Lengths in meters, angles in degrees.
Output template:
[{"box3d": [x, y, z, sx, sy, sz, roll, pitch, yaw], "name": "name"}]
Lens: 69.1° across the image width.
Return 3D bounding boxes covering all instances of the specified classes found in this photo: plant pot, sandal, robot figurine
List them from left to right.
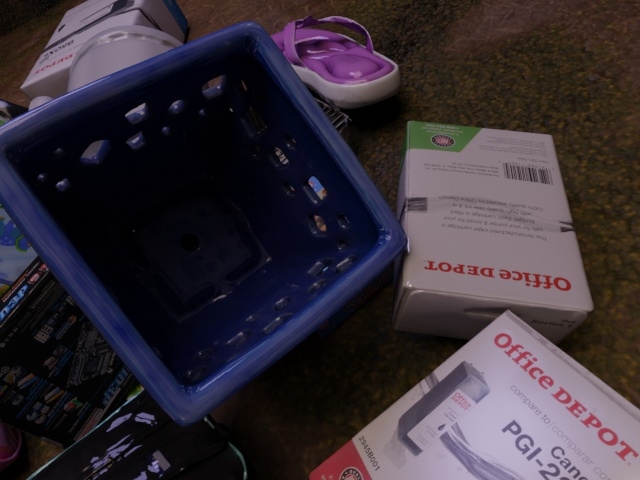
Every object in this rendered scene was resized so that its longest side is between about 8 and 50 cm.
[{"box3d": [-0.252, -0.162, 0.659, 0.299, 0.200, 0.354, -4, 53, -16], "name": "robot figurine"}, {"box3d": [-0.106, -0.011, 0.428, 0.235, 0.236, 0.212, -37, 4, -23], "name": "plant pot"}, {"box3d": [0.009, -0.345, 0.817, 0.169, 0.102, 0.416, -25, 40, -17], "name": "sandal"}]

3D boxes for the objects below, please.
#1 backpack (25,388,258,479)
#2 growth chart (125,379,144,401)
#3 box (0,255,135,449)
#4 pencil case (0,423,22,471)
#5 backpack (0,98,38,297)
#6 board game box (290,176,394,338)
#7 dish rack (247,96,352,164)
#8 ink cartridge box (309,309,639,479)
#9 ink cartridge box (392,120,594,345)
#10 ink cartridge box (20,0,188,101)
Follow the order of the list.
[{"box3d": [-0.164, 0.243, 0.408, 0.188, 0.145, 0.165, -28, 42, -34], "name": "backpack"}, {"box3d": [-0.185, 0.098, 0.632, 0.237, 0.021, 0.172, -42, 47, -12], "name": "growth chart"}, {"box3d": [-0.275, 0.106, 0.531, 0.051, 0.175, 0.220, 8, 57, 35], "name": "box"}, {"box3d": [-0.499, 0.307, 0.542, 0.284, 0.124, 0.124, -44, 48, -9], "name": "pencil case"}, {"box3d": [-0.427, -0.010, 0.663, 0.273, 0.290, 0.356, -18, 51, 41], "name": "backpack"}, {"box3d": [0.000, 0.000, 0.603, 0.160, 0.047, 0.210, -39, 47, -8], "name": "board game box"}, {"box3d": [-0.079, -0.166, 0.757, 0.208, 0.074, 0.271, -41, 46, -8], "name": "dish rack"}, {"box3d": [0.120, 0.180, 0.336, 0.217, 0.092, 0.158, -38, 32, -2], "name": "ink cartridge box"}, {"box3d": [0.158, -0.012, 0.475, 0.160, 0.093, 0.220, 7, 55, 4], "name": "ink cartridge box"}, {"box3d": [-0.506, -0.461, 1.142, 0.285, 0.166, 0.395, -18, 48, 12], "name": "ink cartridge box"}]
